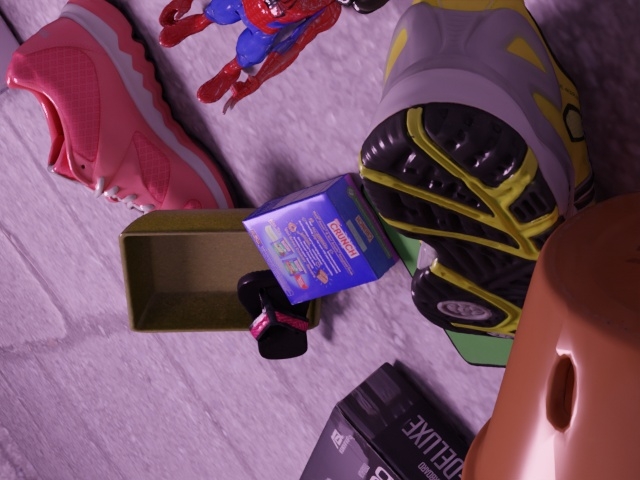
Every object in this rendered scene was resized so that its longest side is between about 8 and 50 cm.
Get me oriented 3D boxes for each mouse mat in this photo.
[{"bbox_3d":[0.112,0.027,1.248,0.189,0.007,0.153,59,156,-13],"label":"mouse mat"}]

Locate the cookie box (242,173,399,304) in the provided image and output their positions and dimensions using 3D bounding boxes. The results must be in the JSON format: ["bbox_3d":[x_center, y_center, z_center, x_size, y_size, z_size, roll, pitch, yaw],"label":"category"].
[{"bbox_3d":[0.000,0.000,1.331,0.107,0.040,0.091,-17,110,43],"label":"cookie box"}]

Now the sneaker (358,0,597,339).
[{"bbox_3d":[0.127,-0.036,0.996,0.145,0.147,0.384,6,158,13],"label":"sneaker"}]

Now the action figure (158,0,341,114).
[{"bbox_3d":[-0.077,-0.153,1.185,0.091,0.139,0.280,54,155,-7],"label":"action figure"}]

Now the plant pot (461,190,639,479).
[{"bbox_3d":[0.218,0.101,0.844,0.291,0.291,0.203,28,131,44],"label":"plant pot"}]

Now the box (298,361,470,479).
[{"bbox_3d":[0.096,0.278,1.548,0.242,0.076,0.307,47,157,12],"label":"box"}]

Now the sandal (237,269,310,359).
[{"bbox_3d":[-0.039,0.081,1.478,0.179,0.067,0.040,79,-175,-58],"label":"sandal"}]

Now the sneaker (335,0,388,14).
[{"bbox_3d":[0.016,-0.229,0.961,0.130,0.087,0.227,45,159,14],"label":"sneaker"}]

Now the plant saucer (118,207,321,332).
[{"bbox_3d":[-0.092,0.023,1.465,0.188,0.188,0.045,95,173,-58],"label":"plant saucer"}]

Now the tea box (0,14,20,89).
[{"bbox_3d":[-0.566,-0.227,1.741,0.323,0.329,0.220,56,157,-9],"label":"tea box"}]

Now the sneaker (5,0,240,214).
[{"bbox_3d":[-0.196,-0.078,1.507,0.313,0.136,0.116,59,157,-15],"label":"sneaker"}]
